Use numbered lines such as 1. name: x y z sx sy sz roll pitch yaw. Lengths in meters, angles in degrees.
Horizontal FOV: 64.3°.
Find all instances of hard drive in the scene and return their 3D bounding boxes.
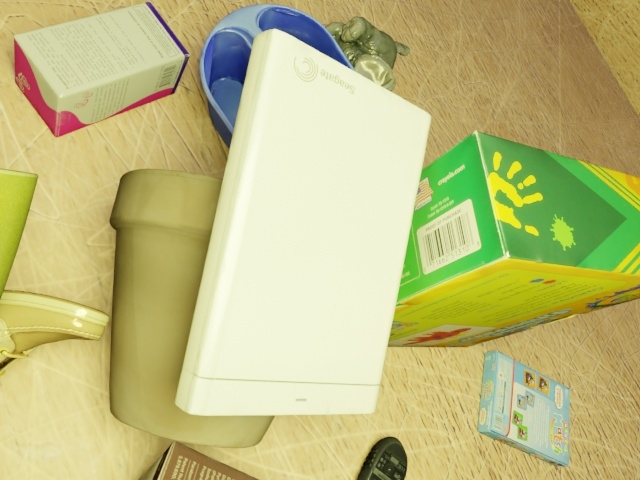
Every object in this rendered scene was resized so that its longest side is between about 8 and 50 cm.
1. hard drive: 0.000 0.000 0.533 0.233 0.047 0.353 15 84 -38

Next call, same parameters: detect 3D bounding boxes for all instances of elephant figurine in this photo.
1. elephant figurine: 0.071 -0.309 1.039 0.169 0.186 0.239 23 65 -60

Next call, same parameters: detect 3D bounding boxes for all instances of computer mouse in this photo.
1. computer mouse: 0.063 0.414 0.781 0.071 0.041 0.242 46 60 -15

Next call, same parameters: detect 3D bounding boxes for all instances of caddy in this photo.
1. caddy: -0.052 -0.226 0.857 0.241 0.179 0.341 -34 88 -17

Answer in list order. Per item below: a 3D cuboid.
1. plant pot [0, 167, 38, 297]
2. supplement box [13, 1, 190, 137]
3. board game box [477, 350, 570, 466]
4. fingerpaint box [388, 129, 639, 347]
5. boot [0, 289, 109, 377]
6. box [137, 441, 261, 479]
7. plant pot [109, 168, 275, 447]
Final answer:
1. plant pot: -0.398 0.069 0.409 0.275 0.275 0.293 6 93 -28
2. supplement box: -0.334 -0.266 0.787 0.220 0.111 0.114 -38 91 -37
3. board game box: 0.410 0.335 1.013 0.211 0.039 0.160 28 58 -17
4. fingerpaint box: 0.228 0.043 0.781 0.371 0.445 0.163 7 66 -27
5. boot: -0.372 0.158 0.549 0.262 0.095 0.203 1 68 0
6. box: -0.136 0.369 0.567 0.203 0.168 0.167 32 32 -14
7. plant pot: -0.135 0.097 0.657 0.323 0.323 0.280 19 77 -23
